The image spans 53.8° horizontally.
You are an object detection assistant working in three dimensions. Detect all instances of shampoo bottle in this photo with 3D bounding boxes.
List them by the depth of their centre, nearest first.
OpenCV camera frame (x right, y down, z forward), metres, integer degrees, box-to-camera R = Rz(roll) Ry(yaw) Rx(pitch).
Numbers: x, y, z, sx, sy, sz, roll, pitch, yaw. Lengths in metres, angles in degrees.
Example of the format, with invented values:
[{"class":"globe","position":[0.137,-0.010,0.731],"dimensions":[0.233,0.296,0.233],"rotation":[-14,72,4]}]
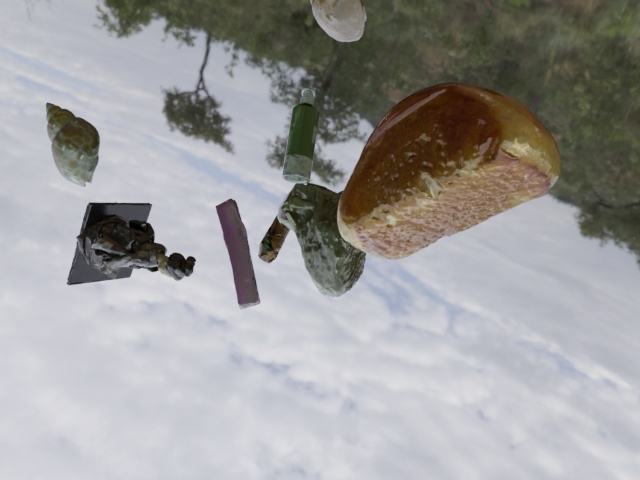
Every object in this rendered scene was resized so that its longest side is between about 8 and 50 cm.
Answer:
[{"class":"shampoo bottle","position":[-0.038,-0.225,1.336],"dimensions":[0.065,0.205,0.065],"rotation":[7,169,1]}]

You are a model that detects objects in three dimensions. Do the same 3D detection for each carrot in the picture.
[{"class":"carrot","position":[-0.118,-0.040,1.903],"dimensions":[0.068,0.229,0.069],"rotation":[28,173,4]}]

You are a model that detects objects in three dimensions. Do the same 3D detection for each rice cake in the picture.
[{"class":"rice cake","position":[-0.150,0.023,1.149],"dimensions":[0.047,0.207,0.036],"rotation":[-13,166,-5]}]

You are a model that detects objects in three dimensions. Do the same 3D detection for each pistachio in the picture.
[{"class":"pistachio","position":[0.049,-0.556,1.508],"dimensions":[0.131,0.130,0.206],"rotation":[22,178,25]}]

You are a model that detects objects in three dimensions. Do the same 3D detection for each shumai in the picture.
[{"class":"shumai","position":[0.000,0.000,1.500],"dimensions":[0.221,0.261,0.225],"rotation":[4,175,18]}]

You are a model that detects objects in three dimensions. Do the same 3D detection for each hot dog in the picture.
[{"class":"hot dog","position":[0.205,-0.136,1.122],"dimensions":[0.185,0.405,0.223],"rotation":[23,-130,-43]}]

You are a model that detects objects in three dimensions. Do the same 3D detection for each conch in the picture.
[{"class":"conch","position":[-0.543,-0.205,1.386],"dimensions":[0.105,0.173,0.116],"rotation":[0,-163,-37]}]

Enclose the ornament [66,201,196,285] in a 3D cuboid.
[{"class":"ornament","position":[-0.301,0.037,1.079],"dimensions":[0.195,0.153,0.166],"rotation":[24,-167,24]}]
